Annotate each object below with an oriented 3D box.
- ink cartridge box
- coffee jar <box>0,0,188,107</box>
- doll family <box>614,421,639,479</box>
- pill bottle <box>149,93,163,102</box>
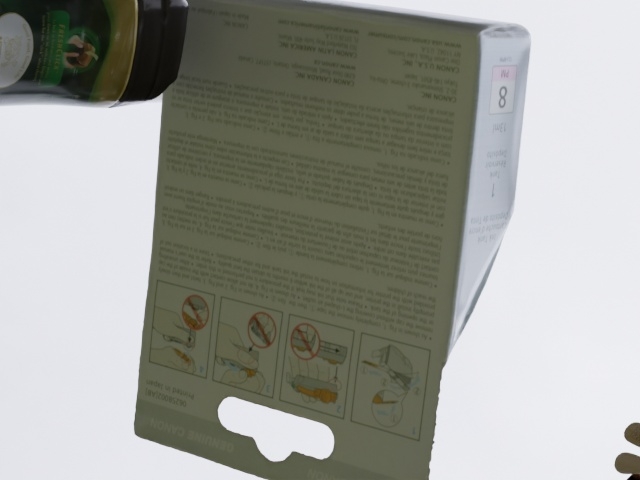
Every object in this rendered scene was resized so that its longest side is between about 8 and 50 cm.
[{"bbox_3d":[0.000,0.000,0.862,0.189,0.066,0.232,13,-74,36],"label":"ink cartridge box"},{"bbox_3d":[-0.157,-0.103,0.812,0.096,0.184,0.079,37,-58,45],"label":"coffee jar"},{"bbox_3d":[0.262,0.166,1.259,0.076,0.111,0.193,26,-109,33],"label":"doll family"},{"bbox_3d":[-0.280,-0.227,1.327,0.224,0.392,0.224,-6,-97,58],"label":"pill bottle"}]
